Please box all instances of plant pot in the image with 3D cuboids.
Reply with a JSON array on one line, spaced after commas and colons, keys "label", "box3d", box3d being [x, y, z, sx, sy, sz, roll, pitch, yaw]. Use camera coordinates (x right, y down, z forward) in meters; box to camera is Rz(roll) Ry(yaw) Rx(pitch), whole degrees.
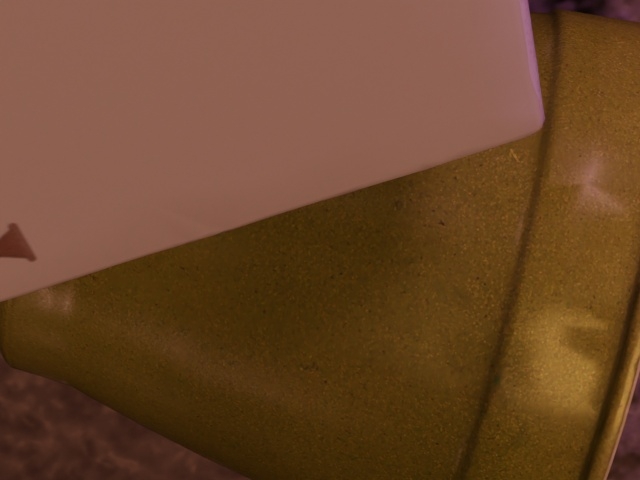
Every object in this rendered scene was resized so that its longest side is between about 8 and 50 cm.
[{"label": "plant pot", "box3d": [0.000, 0.000, 1.101, 0.353, 0.366, 0.366, 14, 116, -1]}]

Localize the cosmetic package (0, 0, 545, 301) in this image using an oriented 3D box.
[{"label": "cosmetic package", "box3d": [-0.116, -0.240, 0.859, 0.327, 0.393, 0.329, -17, 143, 2]}]
